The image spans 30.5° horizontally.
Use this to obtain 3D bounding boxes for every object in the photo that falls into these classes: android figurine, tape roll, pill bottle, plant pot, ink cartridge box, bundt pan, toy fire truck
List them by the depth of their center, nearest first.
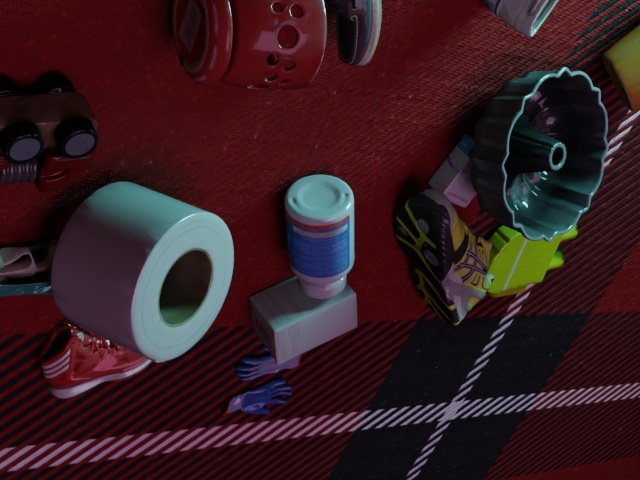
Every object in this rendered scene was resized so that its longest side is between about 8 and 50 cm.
[{"bbox_3d":[-0.439,-0.089,1.666,0.217,0.158,0.246,-10,144,-34],"label":"toy fire truck"},{"bbox_3d":[-0.107,-0.305,1.678,0.174,0.191,0.191,-10,133,-29],"label":"plant pot"},{"bbox_3d":[-0.273,0.046,1.830,0.246,0.169,0.246,-39,139,-44],"label":"tape roll"},{"bbox_3d":[0.000,0.000,2.115,0.124,0.124,0.221,-23,138,-20],"label":"pill bottle"},{"bbox_3d":[0.400,-0.169,2.221,0.331,0.124,0.330,-16,114,-40],"label":"bundt pan"},{"bbox_3d":[0.280,-0.133,2.273,0.089,0.052,0.122,20,111,-47],"label":"ink cartridge box"},{"bbox_3d":[0.660,-0.350,2.278,0.188,0.205,0.205,-26,143,8],"label":"plant pot"},{"bbox_3d":[0.435,0.027,2.553,0.273,0.056,0.248,-11,134,-33],"label":"android figurine"}]

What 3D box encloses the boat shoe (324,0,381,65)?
[{"bbox_3d":[0.038,-0.395,1.787,0.092,0.103,0.285,-14,132,-22],"label":"boat shoe"}]

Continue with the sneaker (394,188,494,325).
[{"bbox_3d":[0.255,0.010,2.338,0.147,0.145,0.384,-40,147,-15],"label":"sneaker"}]

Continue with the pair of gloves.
[{"bbox_3d":[-0.114,0.285,2.381,0.159,0.023,0.198,-7,132,-35],"label":"pair of gloves"}]

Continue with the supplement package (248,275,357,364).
[{"bbox_3d":[-0.031,0.137,2.238,0.179,0.105,0.105,-24,139,-19],"label":"supplement package"}]

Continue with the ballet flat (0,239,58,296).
[{"bbox_3d":[-0.439,0.041,1.817,0.247,0.083,0.087,-9,154,-32],"label":"ballet flat"}]

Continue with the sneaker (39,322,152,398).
[{"bbox_3d":[-0.376,0.182,2.016,0.221,0.087,0.128,-30,142,-15],"label":"sneaker"}]

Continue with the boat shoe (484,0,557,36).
[{"bbox_3d":[0.450,-0.486,1.957,0.367,0.156,0.136,-46,164,10],"label":"boat shoe"}]
